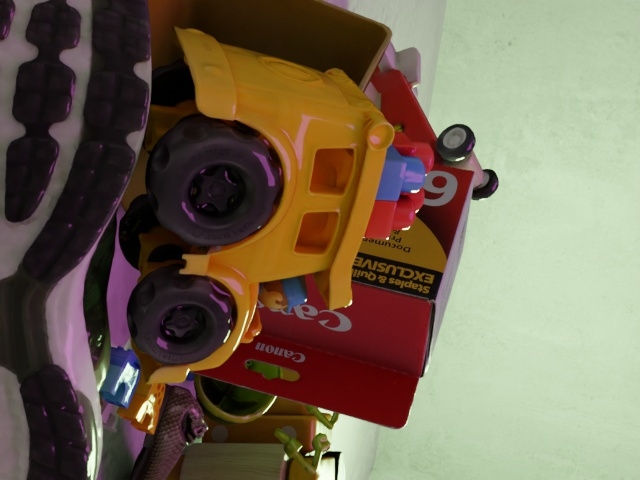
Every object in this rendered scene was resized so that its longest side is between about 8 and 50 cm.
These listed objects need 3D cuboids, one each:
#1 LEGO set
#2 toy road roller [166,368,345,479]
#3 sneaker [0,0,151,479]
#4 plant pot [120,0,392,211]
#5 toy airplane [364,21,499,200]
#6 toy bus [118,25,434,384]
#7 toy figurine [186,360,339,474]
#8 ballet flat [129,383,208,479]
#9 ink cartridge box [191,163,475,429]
[{"bbox_3d":[-0.182,0.110,0.768,0.227,0.087,0.093,81,25,-62],"label":"LEGO set"},{"bbox_3d":[-0.081,0.268,1.158,0.329,0.202,0.241,46,43,-76],"label":"toy road roller"},{"bbox_3d":[-0.197,-0.008,0.556,0.182,0.158,0.411,-113,-146,-75],"label":"sneaker"},{"bbox_3d":[-0.081,-0.106,0.767,0.212,0.212,0.187,-64,175,-46],"label":"plant pot"},{"bbox_3d":[0.097,-0.173,1.416,0.386,0.272,0.384,57,11,-5],"label":"toy airplane"},{"bbox_3d":[-0.027,-0.017,0.580,0.149,0.211,0.220,-120,-139,-56],"label":"toy bus"},{"bbox_3d":[-0.081,0.159,1.054,0.217,0.191,0.363,-39,-165,35],"label":"toy figurine"},{"bbox_3d":[-0.170,0.244,0.902,0.084,0.058,0.250,-83,-166,-51],"label":"ballet flat"},{"bbox_3d":[-0.017,0.023,0.895,0.130,0.309,0.272,90,17,-45],"label":"ink cartridge box"}]
